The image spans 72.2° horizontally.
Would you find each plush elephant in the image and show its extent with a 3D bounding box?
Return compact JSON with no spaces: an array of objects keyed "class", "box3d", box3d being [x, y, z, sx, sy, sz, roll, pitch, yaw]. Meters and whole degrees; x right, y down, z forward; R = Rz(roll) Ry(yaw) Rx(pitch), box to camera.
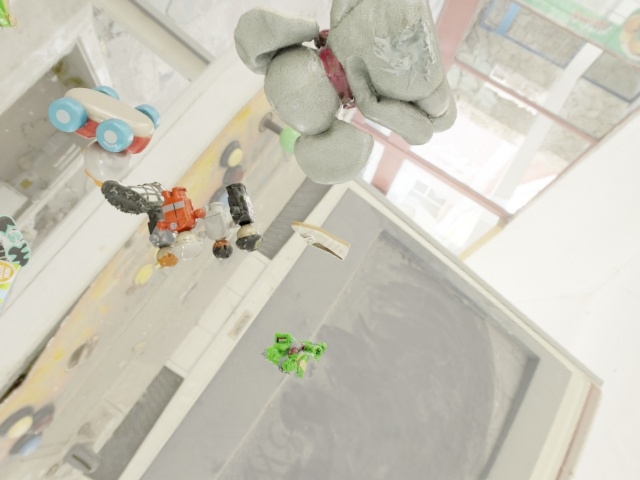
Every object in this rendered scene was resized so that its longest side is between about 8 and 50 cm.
[{"class":"plush elephant","box3d":[0.038,-0.236,0.625,0.256,0.271,0.330,-12,-160,23]}]

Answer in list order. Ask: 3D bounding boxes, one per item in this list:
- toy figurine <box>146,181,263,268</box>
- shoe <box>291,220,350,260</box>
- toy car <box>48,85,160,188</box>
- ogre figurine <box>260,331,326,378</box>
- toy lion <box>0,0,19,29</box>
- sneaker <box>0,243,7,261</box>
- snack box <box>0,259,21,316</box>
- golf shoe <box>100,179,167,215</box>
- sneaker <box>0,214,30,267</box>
[{"class":"toy figurine","box3d":[-0.251,-0.021,0.940,0.213,0.148,0.210,-10,171,-39]},{"class":"shoe","box3d":[0.000,0.000,1.407,0.077,0.219,0.058,-6,-118,63]},{"class":"toy car","box3d":[-0.548,-0.234,1.101,0.219,0.210,0.237,-88,-157,-63]},{"class":"ogre figurine","box3d":[-0.074,0.301,1.183,0.197,0.118,0.096,-39,133,-51]},{"class":"toy lion","box3d":[-0.529,-0.412,0.709,0.034,0.100,0.096,-9,171,-13]},{"class":"sneaker","box3d":[-0.744,-0.034,0.967,0.082,0.094,0.208,-10,116,-34]},{"class":"snack box","box3d":[-0.480,0.075,0.482,0.070,0.207,0.174,-50,-147,29]},{"class":"golf shoe","box3d":[-0.435,-0.108,1.076,0.077,0.198,0.093,-37,-134,29]},{"class":"sneaker","box3d":[-0.556,0.002,0.787,0.069,0.098,0.038,-2,-165,45]}]
